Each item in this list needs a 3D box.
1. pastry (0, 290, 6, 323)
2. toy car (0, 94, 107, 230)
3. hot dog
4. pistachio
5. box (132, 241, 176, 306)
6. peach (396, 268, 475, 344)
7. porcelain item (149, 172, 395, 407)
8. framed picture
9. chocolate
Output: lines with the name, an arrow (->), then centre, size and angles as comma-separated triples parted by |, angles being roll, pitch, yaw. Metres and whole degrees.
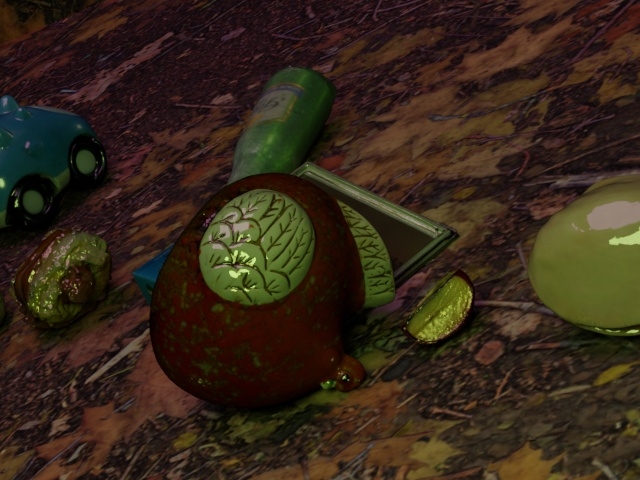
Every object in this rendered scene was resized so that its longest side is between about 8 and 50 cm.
pastry -> -0.501, 0.099, 2.291 | 0.156, 0.092, 0.156 | -26, 18, 9
toy car -> -0.471, -0.127, 2.640 | 0.188, 0.190, 0.255 | -2, 31, 50
hot dog -> -0.333, 0.051, 2.198 | 0.146, 0.103, 0.213 | -52, 15, -5
pistachio -> 0.292, 0.010, 1.508 | 0.223, 0.126, 0.152 | -13, 59, 23
box -> -0.107, 0.023, 2.013 | 0.194, 0.073, 0.139 | -36, 23, -22
peach -> 0.119, 0.071, 1.663 | 0.077, 0.050, 0.083 | -41, -1, 39
porcelain item -> -0.042, 0.067, 1.702 | 0.253, 0.253, 0.253 | -24, 21, 10
framed picture -> 0.000, 0.000, 1.901 | 0.197, 0.014, 0.252 | -38, 44, -26
chocolate -> -0.064, -0.129, 2.284 | 0.110, 0.110, 0.291 | -17, 26, 25
